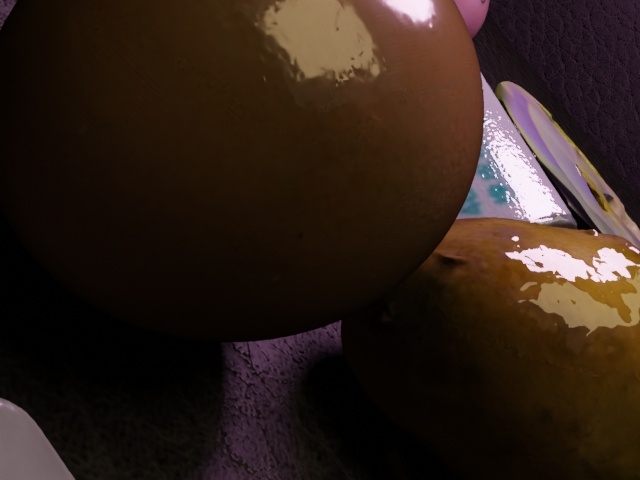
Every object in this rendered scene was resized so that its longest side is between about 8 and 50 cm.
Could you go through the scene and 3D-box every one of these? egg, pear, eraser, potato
[{"bbox_3d":[-0.051,-0.083,0.664,0.301,0.301,0.374,56,28,15],"label":"egg"},{"bbox_3d":[0.323,-0.026,1.426,0.399,0.165,0.398,40,25,-23],"label":"pear"},{"bbox_3d":[0.163,-0.085,1.217,0.104,0.189,0.290,77,-9,-55],"label":"eraser"},{"bbox_3d":[0.200,0.137,0.816,0.296,0.289,0.397,15,24,-50],"label":"potato"}]

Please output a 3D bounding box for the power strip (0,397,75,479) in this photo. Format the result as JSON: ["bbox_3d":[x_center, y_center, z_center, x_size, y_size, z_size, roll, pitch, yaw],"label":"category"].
[{"bbox_3d":[-0.189,0.143,0.332,0.261,0.141,0.229,60,22,-12],"label":"power strip"}]

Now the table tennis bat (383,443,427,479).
[{"bbox_3d":[0.100,0.277,0.747,0.154,0.021,0.274,29,32,-42],"label":"table tennis bat"}]

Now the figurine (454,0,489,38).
[{"bbox_3d":[0.169,-0.413,1.722,0.270,0.261,0.211,27,59,-45],"label":"figurine"}]
